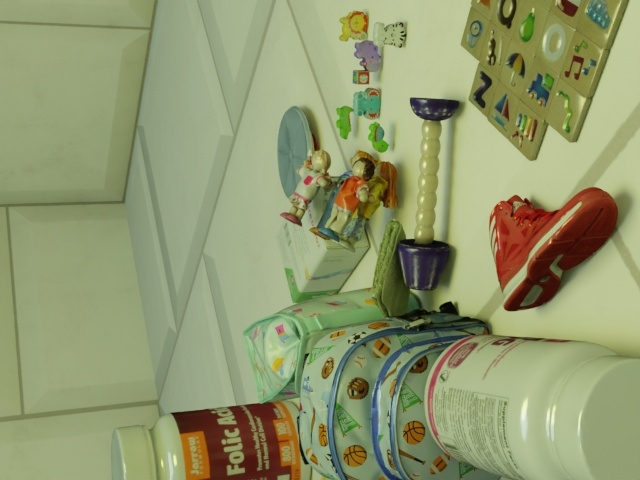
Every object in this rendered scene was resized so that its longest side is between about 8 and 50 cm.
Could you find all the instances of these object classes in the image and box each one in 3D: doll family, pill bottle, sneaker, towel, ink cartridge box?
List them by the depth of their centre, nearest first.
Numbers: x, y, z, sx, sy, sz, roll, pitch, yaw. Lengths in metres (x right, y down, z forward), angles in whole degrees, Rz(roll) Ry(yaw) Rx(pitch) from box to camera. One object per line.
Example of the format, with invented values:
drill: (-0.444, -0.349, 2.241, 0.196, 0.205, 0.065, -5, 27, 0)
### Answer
pill bottle: (0.245, 0.186, 0.951, 0.283, 0.160, 0.161, 171, 96, -68)
sneaker: (0.249, -0.020, 1.021, 0.221, 0.087, 0.128, 118, 142, -50)
towel: (0.112, 0.053, 1.322, 0.110, 0.027, 0.148, 58, -142, -47)
doll family: (0.048, -0.074, 1.460, 0.163, 0.118, 0.263, -61, 26, -3)
ink cartridge box: (0.000, 0.000, 1.639, 0.212, 0.093, 0.154, 118, 143, -55)
pill bottle: (-0.237, 0.472, 1.885, 0.224, 0.392, 0.224, 177, 90, -68)

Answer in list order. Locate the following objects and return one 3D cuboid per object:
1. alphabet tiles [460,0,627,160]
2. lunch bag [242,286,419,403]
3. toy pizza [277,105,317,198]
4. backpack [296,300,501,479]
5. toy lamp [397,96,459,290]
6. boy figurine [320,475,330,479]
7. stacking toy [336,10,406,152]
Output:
alphabet tiles: (0.262, -0.286, 1.055, 0.285, 0.011, 0.343, -120, 34, -50)
lunch bag: (0.019, 0.164, 1.433, 0.262, 0.223, 0.160, -43, 59, 61)
toy pizza: (-0.045, -0.175, 1.812, 0.201, 0.032, 0.201, 176, 90, -69)
backpack: (0.108, 0.223, 1.162, 0.213, 0.263, 0.277, 166, 101, -68)
toy lamp: (0.155, -0.065, 1.267, 0.080, 0.080, 0.275, -150, 62, -65)
boy figurine: (0.050, 0.465, 1.571, 0.177, 0.092, 0.285, -161, 69, -67)
stacking toy: (0.080, -0.266, 1.471, 0.167, 0.052, 0.221, -140, 49, -64)
